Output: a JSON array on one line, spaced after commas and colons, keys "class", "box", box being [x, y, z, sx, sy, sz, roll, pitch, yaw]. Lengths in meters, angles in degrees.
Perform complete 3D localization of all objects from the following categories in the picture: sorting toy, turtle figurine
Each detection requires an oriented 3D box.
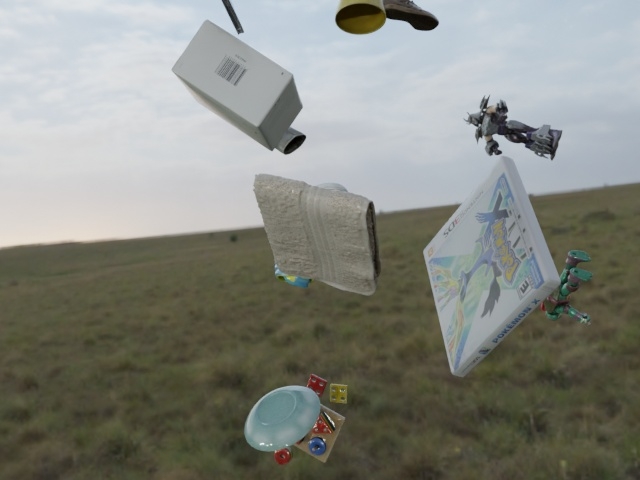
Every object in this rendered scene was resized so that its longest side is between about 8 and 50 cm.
[{"class": "sorting toy", "box": [-0.020, 0.480, 1.970, 0.132, 0.275, 0.046, 26, 11, 16]}, {"class": "turtle figurine", "box": [0.654, 0.149, 2.031, 0.118, 0.234, 0.175, -1, 41, -8]}]

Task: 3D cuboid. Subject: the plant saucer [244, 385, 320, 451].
[{"class": "plant saucer", "box": [-0.096, 0.401, 1.786, 0.194, 0.037, 0.195, -18, 31, 11]}]

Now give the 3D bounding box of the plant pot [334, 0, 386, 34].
[{"class": "plant pot", "box": [0.105, -0.619, 2.008, 0.134, 0.095, 0.134, 1, -21, 0]}]

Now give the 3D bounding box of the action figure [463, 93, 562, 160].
[{"class": "action figure", "box": [0.549, -0.320, 2.217, 0.284, 0.099, 0.185, 20, -31, 19]}]

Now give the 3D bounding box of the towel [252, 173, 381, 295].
[{"class": "towel", "box": [0.000, 0.000, 1.210, 0.187, 0.049, 0.282, 14, -28, 16]}]

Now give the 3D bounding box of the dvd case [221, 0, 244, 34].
[{"class": "dvd case", "box": [-0.207, -0.519, 1.510, 0.018, 0.165, 0.221, -26, 39, 2]}]

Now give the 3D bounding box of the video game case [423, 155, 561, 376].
[{"class": "video game case", "box": [0.314, 0.047, 1.482, 0.036, 0.329, 0.300, 16, -48, -22]}]

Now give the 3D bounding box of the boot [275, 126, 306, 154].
[{"class": "boot", "box": [-0.129, -0.370, 2.456, 0.208, 0.076, 0.190, 24, 61, 35]}]

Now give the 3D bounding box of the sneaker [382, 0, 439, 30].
[{"class": "sneaker", "box": [0.252, -0.642, 2.127, 0.188, 0.071, 0.066, 9, -24, -32]}]

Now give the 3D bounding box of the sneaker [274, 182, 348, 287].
[{"class": "sneaker", "box": [-0.021, 0.004, 2.015, 0.127, 0.208, 0.319, 14, -38, -26]}]

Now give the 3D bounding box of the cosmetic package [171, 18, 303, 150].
[{"class": "cosmetic package", "box": [-0.173, -0.329, 1.665, 0.224, 0.138, 0.225, 34, -2, 8]}]
